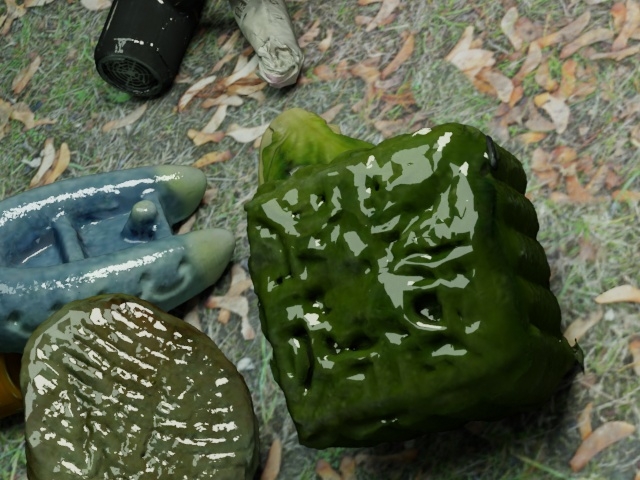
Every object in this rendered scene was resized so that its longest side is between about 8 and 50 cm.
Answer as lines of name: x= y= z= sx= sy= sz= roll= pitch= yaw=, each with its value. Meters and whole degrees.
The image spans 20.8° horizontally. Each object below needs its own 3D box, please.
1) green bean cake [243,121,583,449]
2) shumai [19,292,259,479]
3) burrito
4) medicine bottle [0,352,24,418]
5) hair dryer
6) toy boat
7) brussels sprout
green bean cake: x=0.075 y=0.045 z=1.534 sx=0.247 sy=0.156 sz=0.249 roll=-17 pitch=75 yaw=22
shumai: x=-0.177 y=0.191 z=1.705 sx=0.222 sy=0.203 sz=0.271 roll=-13 pitch=70 yaw=-8
burrito: x=-0.063 y=-0.246 z=2.029 sx=0.064 sy=0.064 sz=0.203 roll=-32 pitch=41 yaw=11
medicine bottle: x=-0.395 y=0.161 z=1.908 sx=0.192 sy=0.096 sz=0.096 roll=-20 pitch=45 yaw=25
hair dryer: x=-0.137 y=-0.304 z=2.024 sx=0.352 sy=0.107 sz=0.189 roll=-26 pitch=40 yaw=53
toy boat: x=-0.263 y=0.001 z=1.850 sx=0.330 sy=0.123 sz=0.215 roll=-16 pitch=43 yaw=-7
brussels sprout: x=0.008 y=-0.048 z=1.734 sx=0.183 sy=0.131 sz=0.145 roll=23 pitch=66 yaw=23
